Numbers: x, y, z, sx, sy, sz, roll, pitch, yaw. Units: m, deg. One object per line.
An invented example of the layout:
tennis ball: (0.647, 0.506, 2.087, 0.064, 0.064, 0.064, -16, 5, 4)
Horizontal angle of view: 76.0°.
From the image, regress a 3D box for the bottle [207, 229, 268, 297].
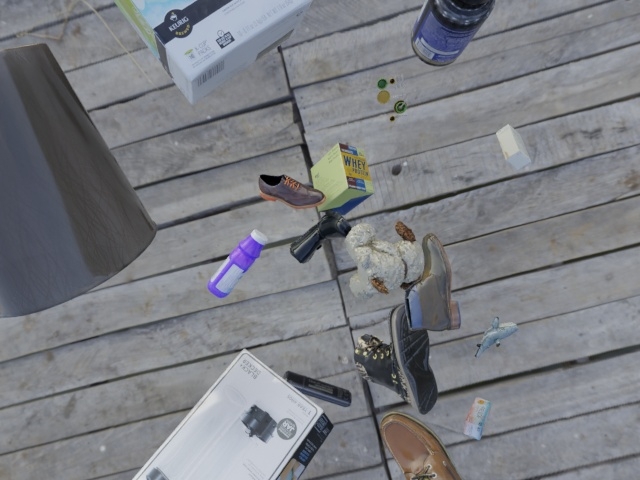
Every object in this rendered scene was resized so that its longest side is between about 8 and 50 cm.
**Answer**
bottle: (-0.308, 0.085, 1.537, 0.092, 0.118, 0.283, 39, 100, -7)

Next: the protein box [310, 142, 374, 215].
protein box: (0.083, -0.238, 1.629, 0.136, 0.200, 0.201, 6, 63, -35)

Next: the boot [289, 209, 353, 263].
boot: (0.000, 0.000, 1.369, 0.207, 0.246, 0.094, -45, 107, -2)

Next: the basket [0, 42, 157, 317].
basket: (-0.301, -0.072, 0.428, 0.154, 0.204, 0.227, 3, 124, 23)

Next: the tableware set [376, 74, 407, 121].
tableware set: (0.251, -0.495, 1.434, 0.104, 0.024, 0.154, -12, 123, 4)

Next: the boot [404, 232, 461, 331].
boot: (0.229, 0.093, 0.899, 0.106, 0.082, 0.219, -10, 75, -4)

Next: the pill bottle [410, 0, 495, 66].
pill bottle: (0.262, -0.449, 0.803, 0.122, 0.219, 0.123, 0, 86, -3)

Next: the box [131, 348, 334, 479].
box: (-0.136, 0.324, 0.575, 0.169, 0.087, 0.290, 26, 63, 30)

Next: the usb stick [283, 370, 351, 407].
usb stick: (-0.013, 0.568, 1.566, 0.278, 0.077, 0.045, 20, 118, -7)

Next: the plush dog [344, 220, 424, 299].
plush dog: (0.219, 0.071, 1.248, 0.225, 0.210, 0.262, -19, 117, -21)

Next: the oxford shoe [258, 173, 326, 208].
oxford shoe: (-0.113, -0.191, 1.557, 0.271, 0.098, 0.097, 10, 54, 11)

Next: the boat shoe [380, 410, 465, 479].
boat shoe: (0.248, 0.521, 0.909, 0.307, 0.104, 0.111, 46, 102, 16)

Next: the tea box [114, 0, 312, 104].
tea box: (-0.254, -0.547, 0.901, 0.329, 0.220, 0.323, -39, 103, -10)

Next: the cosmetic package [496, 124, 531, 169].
cosmetic package: (0.517, -0.251, 1.101, 0.060, 0.115, 0.041, 28, 135, -27)

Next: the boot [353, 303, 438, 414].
boot: (0.230, 0.372, 1.379, 0.138, 0.284, 0.377, -29, 109, -30)

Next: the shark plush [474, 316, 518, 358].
shark plush: (0.558, 0.315, 1.322, 0.161, 0.067, 0.073, -34, 116, -1)

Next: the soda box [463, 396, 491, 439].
soda box: (0.602, 0.675, 1.563, 0.063, 0.183, 0.058, 11, 107, 32)
